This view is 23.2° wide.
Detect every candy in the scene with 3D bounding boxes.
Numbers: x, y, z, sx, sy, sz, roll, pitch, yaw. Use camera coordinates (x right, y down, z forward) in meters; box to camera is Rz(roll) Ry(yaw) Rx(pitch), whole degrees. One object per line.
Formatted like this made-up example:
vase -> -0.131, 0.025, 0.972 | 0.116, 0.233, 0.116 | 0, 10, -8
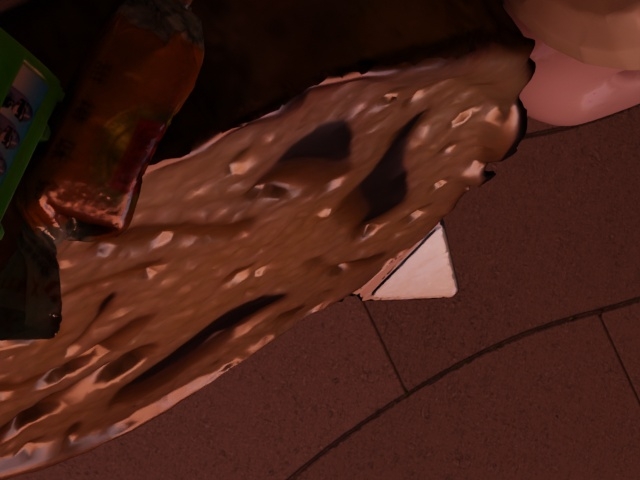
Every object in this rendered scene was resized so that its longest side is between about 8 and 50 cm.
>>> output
candy -> -0.081, -0.037, 0.588 | 0.182, 0.046, 0.053 | -61, -159, 2

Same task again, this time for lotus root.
lotus root -> -0.061, -0.012, 0.800 | 0.390, 0.111, 0.375 | -42, 157, 27

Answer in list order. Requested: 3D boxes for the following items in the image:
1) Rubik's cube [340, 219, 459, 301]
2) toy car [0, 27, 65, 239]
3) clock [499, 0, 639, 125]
Rubik's cube -> 0.000, 0.000, 1.104 | 0.284, 0.234, 0.250 | -3, -127, 59
toy car -> -0.150, -0.004, 0.543 | 0.071, 0.062, 0.165 | -20, -137, 52
clock -> 0.216, -0.191, 0.884 | 0.342, 0.184, 0.326 | -32, -178, -16
